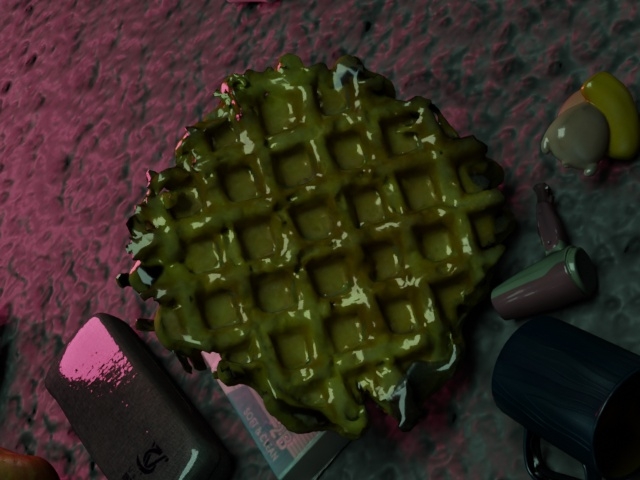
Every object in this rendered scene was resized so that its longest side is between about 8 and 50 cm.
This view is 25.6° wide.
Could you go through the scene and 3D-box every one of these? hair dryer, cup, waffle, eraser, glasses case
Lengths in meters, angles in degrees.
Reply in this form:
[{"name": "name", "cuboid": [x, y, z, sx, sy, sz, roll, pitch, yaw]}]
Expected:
[{"name": "hair dryer", "cuboid": [0.233, 0.005, 1.465, 0.106, 0.054, 0.154, -22, 43, 36]}, {"name": "cup", "cuboid": [0.235, 0.157, 1.320, 0.138, 0.113, 0.150, 28, 84, 47]}, {"name": "waffle", "cuboid": [0.000, 0.000, 1.470, 0.382, 0.379, 0.095, -59, 1, -15]}, {"name": "eraser", "cuboid": [-0.051, 0.171, 1.597, 0.095, 0.052, 0.225, -49, 45, 11]}, {"name": "glasses case", "cuboid": [-0.226, 0.216, 1.705, 0.131, 0.074, 0.323, -52, 45, 6]}]

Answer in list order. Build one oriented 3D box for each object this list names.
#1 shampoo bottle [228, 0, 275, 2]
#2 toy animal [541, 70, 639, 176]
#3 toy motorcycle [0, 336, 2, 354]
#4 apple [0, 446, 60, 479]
[{"name": "shampoo bottle", "cuboid": [-0.085, -0.360, 1.934, 0.099, 0.043, 0.072, 11, 74, 43]}, {"name": "toy animal", "cuboid": [0.280, -0.112, 1.470, 0.114, 0.091, 0.082, -52, 15, -14]}, {"name": "toy motorcycle", "cuboid": [-0.500, 0.193, 1.947, 0.112, 0.112, 0.254, -5, 62, 38]}, {"name": "apple", "cuboid": [-0.413, 0.344, 1.728, 0.199, 0.199, 0.199, -20, 55, 31]}]
